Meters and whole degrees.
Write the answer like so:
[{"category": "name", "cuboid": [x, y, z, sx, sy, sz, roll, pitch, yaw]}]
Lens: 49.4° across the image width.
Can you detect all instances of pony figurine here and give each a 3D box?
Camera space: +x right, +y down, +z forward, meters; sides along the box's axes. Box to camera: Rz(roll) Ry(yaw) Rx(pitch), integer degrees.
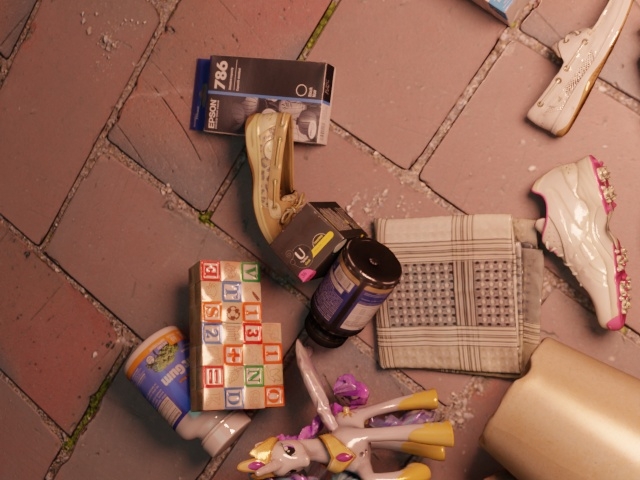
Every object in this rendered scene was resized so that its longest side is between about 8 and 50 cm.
[{"category": "pony figurine", "cuboid": [0.044, 0.355, 1.301, 0.364, 0.351, 0.302, -4, 96, 2]}]

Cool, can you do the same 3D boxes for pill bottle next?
[{"category": "pill bottle", "cuboid": [-0.279, 0.326, 1.491, 0.272, 0.152, 0.152, 43, 106, 13]}, {"category": "pill bottle", "cuboid": [0.055, 0.108, 1.345, 0.123, 0.123, 0.219, 43, 128, 14]}]

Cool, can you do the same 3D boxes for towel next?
[{"category": "towel", "cuboid": [0.258, 0.106, 1.327, 0.324, 0.056, 0.312, 0, 93, 20]}]

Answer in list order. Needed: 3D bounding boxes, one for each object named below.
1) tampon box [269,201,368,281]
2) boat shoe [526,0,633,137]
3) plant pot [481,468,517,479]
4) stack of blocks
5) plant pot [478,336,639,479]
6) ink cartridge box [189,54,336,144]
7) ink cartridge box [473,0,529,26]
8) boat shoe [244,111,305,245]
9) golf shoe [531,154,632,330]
[{"category": "tampon box", "cuboid": [0.000, 0.000, 1.363, 0.101, 0.161, 0.120, 46, 107, 13]}, {"category": "boat shoe", "cuboid": [0.448, -0.323, 1.209, 0.096, 0.098, 0.277, 29, 104, 16]}, {"category": "plant pot", "cuboid": [0.324, 0.572, 1.217, 0.323, 0.323, 0.280, -38, 63, 18]}, {"category": "stack of blocks", "cuboid": [-0.174, 0.195, 1.425, 0.087, 0.171, 0.297, -29, 62, 59]}, {"category": "plant pot", "cuboid": [0.443, 0.331, 1.135, 0.305, 0.334, 0.333, 33, 104, 22]}, {"category": "ink cartridge box", "cuboid": [-0.138, -0.296, 1.454, 0.333, 0.065, 0.165, 8, 96, 21]}, {"category": "ink cartridge box", "cuboid": [0.285, -0.473, 1.259, 0.181, 0.104, 0.061, 40, 105, 14]}, {"category": "boat shoe", "cuboid": [-0.083, -0.114, 1.394, 0.089, 0.104, 0.285, -3, 113, 17]}, {"category": "golf shoe", "cuboid": [0.460, 0.010, 1.226, 0.140, 0.115, 0.306, -13, 80, 29]}]
